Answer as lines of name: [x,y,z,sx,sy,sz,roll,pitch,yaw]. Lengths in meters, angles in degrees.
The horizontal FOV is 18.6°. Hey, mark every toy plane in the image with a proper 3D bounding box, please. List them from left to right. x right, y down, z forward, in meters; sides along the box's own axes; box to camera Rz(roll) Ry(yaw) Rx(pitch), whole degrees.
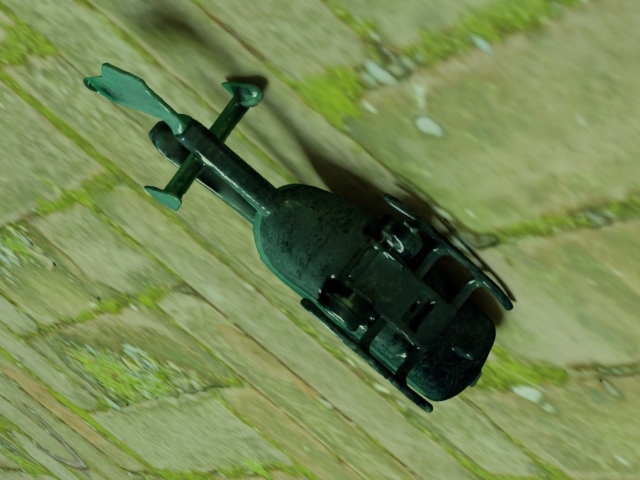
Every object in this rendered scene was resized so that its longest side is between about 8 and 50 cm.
toy plane: [0.000,0.000,0.817,0.235,0.060,0.096,40,175,-23]
